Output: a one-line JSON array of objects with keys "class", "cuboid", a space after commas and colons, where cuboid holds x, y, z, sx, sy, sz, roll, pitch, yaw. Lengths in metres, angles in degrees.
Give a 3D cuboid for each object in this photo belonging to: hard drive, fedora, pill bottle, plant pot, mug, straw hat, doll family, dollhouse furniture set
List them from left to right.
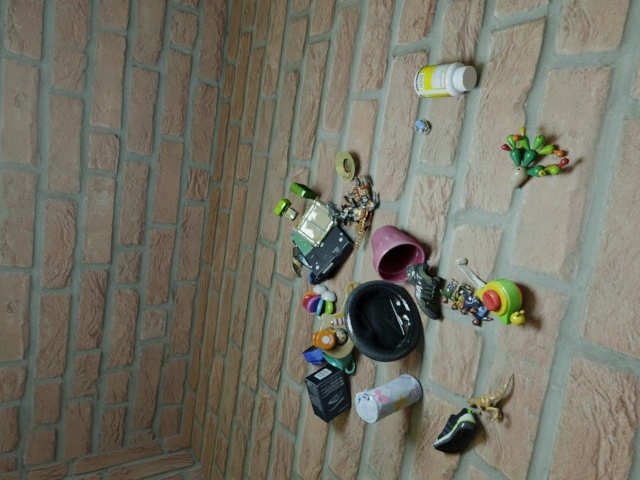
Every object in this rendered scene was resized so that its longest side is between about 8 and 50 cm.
[{"class": "dollhouse furniture set", "cuboid": [-0.051, -0.126, 2.179, 0.302, 0.151, 0.197, 38, 103, 17]}, {"class": "hard drive", "cuboid": [0.000, 0.000, 2.160, 0.237, 0.064, 0.339, -48, 46, 11]}, {"class": "mug", "cuboid": [0.092, 0.536, 2.031, 0.157, 0.097, 0.129, 54, 155, -20]}, {"class": "straw hat", "cuboid": [0.137, -0.358, 2.070, 0.144, 0.061, 0.144, 28, 127, 46]}, {"class": "fedora", "cuboid": [0.241, 0.336, 1.764, 0.152, 0.334, 0.333, 96, 159, -62]}, {"class": "plant pot", "cuboid": [0.291, 0.039, 1.743, 0.201, 0.202, 0.180, -64, 26, 28]}, {"class": "pill bottle", "cuboid": [0.459, -0.590, 1.602, 0.215, 0.117, 0.117, 21, 105, 52]}, {"class": "doll family", "cuboid": [0.509, 0.220, 1.519, 0.193, 0.076, 0.111, 37, 112, 45]}]

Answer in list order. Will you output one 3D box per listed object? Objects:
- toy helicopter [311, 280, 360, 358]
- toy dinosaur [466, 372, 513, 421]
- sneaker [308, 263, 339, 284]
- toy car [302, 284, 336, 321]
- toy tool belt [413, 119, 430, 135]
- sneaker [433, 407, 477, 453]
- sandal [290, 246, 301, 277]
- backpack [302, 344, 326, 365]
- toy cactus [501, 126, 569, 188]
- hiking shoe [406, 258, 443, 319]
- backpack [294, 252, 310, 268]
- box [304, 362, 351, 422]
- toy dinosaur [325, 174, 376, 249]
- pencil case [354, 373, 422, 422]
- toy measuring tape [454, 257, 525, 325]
[{"class": "toy helicopter", "cuboid": [0.120, 0.358, 1.960, 0.140, 0.235, 0.354, 127, 163, -74]}, {"class": "toy dinosaur", "cuboid": [0.562, 0.530, 1.432, 0.211, 0.064, 0.112, -47, 51, 41]}, {"class": "sneaker", "cuboid": [0.015, 0.165, 2.182, 0.232, 0.082, 0.090, -54, 41, 35]}, {"class": "toy car", "cuboid": [-0.017, 0.314, 2.168, 0.182, 0.136, 0.159, 32, 112, 50]}, {"class": "toy tool belt", "cuboid": [0.397, -0.457, 1.732, 0.052, 0.051, 0.083, -58, 45, 34]}, {"class": "sneaker", "cuboid": [0.483, 0.671, 1.540, 0.097, 0.084, 0.234, -72, 7, -51]}, {"class": "sandal", "cuboid": [-0.129, 0.116, 2.404, 0.049, 0.072, 0.180, -17, 68, 30]}, {"class": "backpack", "cuboid": [-0.009, 0.567, 2.179, 0.101, 0.098, 0.120, 56, 137, 0]}, {"class": "toy cactus", "cuboid": [0.644, -0.242, 1.358, 0.219, 0.112, 0.180, 47, 134, 34]}, {"class": "hiking shoe", "cuboid": [0.413, 0.186, 1.634, 0.114, 0.086, 0.226, -27, 82, 25]}, {"class": "backpack", "cuboid": [-0.056, 0.100, 2.267, 0.114, 0.105, 0.084, 37, 96, 38]}, {"class": "box", "cuboid": [0.035, 0.702, 2.007, 0.108, 0.153, 0.207, 9, 116, 54]}, {"class": "toy dinosaur", "cuboid": [0.155, -0.131, 1.970, 0.219, 0.164, 0.321, -3, 63, 38]}, {"class": "pencil case", "cuboid": [0.261, 0.600, 1.663, 0.124, 0.273, 0.113, 12, 104, 52]}, {"class": "toy measuring tape", "cuboid": [0.558, 0.140, 1.427, 0.121, 0.122, 0.330, -62, 36, 30]}]
